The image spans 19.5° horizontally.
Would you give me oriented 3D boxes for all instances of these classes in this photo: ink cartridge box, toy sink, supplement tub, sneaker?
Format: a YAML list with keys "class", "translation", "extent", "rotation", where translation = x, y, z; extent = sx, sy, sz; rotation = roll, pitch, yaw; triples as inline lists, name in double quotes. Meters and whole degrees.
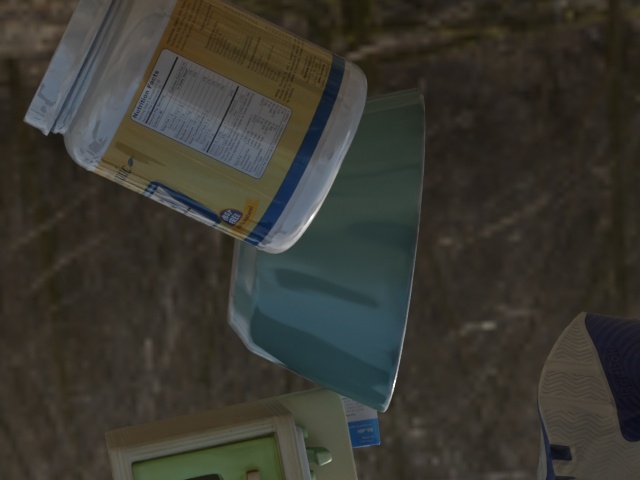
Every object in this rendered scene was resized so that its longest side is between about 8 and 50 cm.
- class: "ink cartridge box"
  translation: [0.036, 0.173, 2.442]
  extent: [0.060, 0.180, 0.104]
  rotation: [-7, -172, -2]
- class: "toy sink"
  translation: [-0.072, 0.237, 1.746]
  extent: [0.234, 0.152, 0.131]
  rotation: [-10, -177, -9]
- class: "supplement tub"
  translation: [-0.084, -0.093, 1.261]
  extent: [0.200, 0.144, 0.144]
  rotation: [25, 177, -9]
- class: "sneaker"
  translation: [0.211, 0.221, 1.442]
  extent: [0.127, 0.315, 0.182]
  rotation: [11, 143, 4]

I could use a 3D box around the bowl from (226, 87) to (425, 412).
- class: "bowl"
  translation: [0.000, 0.000, 1.781]
  extent: [0.163, 0.311, 0.311]
  rotation: [7, -179, -1]
